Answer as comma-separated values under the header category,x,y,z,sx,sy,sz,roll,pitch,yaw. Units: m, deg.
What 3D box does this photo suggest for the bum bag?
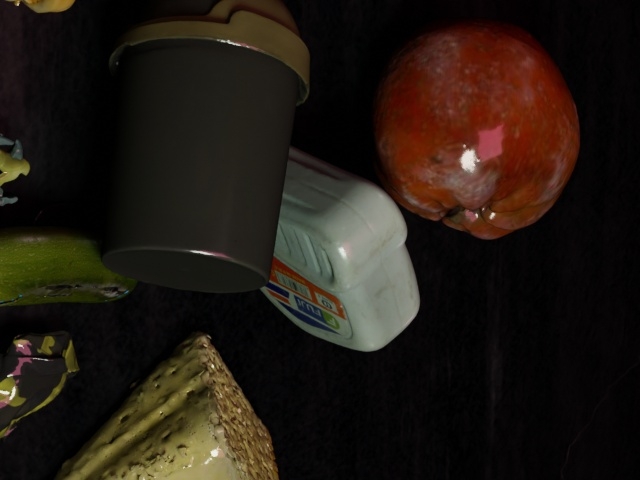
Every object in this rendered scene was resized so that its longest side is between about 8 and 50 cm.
category,x,y,z,sx,sy,sz,roll,pitch,yaw
bum bag,-0.347,0.186,1.494,0.232,0.060,0.107,-52,140,-13

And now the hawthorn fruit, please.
category,x,y,z,sx,sy,sz,roll,pitch,yaw
hawthorn fruit,0.191,-0.138,1.731,0.284,0.284,0.284,-15,113,-38

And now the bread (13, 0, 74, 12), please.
category,x,y,z,sx,sy,sz,roll,pitch,yaw
bread,-0.221,-0.339,1.339,0.311,0.121,0.173,-60,140,-44

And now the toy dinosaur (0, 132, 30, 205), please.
category,x,y,z,sx,sy,sz,roll,pitch,yaw
toy dinosaur,-0.410,-0.062,1.340,0.259,0.094,0.153,22,92,-39

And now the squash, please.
category,x,y,z,sx,sy,sz,roll,pitch,yaw
squash,-0.286,0.026,1.417,0.331,0.087,0.087,1,104,-61

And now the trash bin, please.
category,x,y,z,sx,sy,sz,roll,pitch,yaw
trash bin,-0.124,-0.125,1.469,0.214,0.214,0.334,22,70,-43

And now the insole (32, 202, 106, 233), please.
category,x,y,z,sx,sy,sz,roll,pitch,yaw
insole,-0.218,-0.002,1.585,0.253,0.005,0.086,9,97,-43

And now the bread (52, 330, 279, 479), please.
category,x,y,z,sx,sy,sz,roll,pitch,yaw
bread,-0.205,0.300,1.657,0.315,0.279,0.248,-18,125,12

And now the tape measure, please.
category,x,y,z,sx,sy,sz,roll,pitch,yaw
tape measure,-0.001,-0.001,1.628,0.125,0.243,0.246,-41,134,-22
